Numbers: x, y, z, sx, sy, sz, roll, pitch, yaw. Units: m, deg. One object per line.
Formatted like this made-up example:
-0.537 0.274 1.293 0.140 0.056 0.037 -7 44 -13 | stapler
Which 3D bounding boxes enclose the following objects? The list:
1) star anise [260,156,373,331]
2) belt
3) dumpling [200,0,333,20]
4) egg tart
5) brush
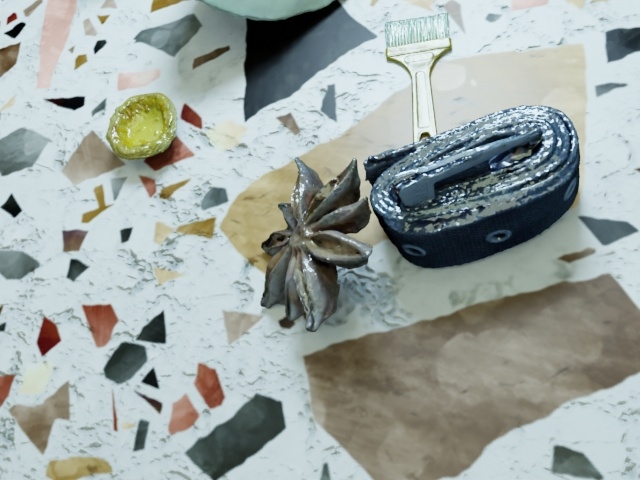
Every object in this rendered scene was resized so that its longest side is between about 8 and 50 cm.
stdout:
0.000 0.000 0.775 0.195 0.065 0.182 20 94 59 | star anise
0.160 -0.059 0.756 0.218 0.128 0.122 -20 61 6 | belt
-0.083 -0.451 0.991 0.212 0.270 0.320 35 103 52 | dumpling
-0.225 -0.143 0.954 0.105 0.039 0.105 -6 63 13 | egg tart
0.123 -0.192 0.901 0.083 0.011 0.205 -6 64 12 | brush
